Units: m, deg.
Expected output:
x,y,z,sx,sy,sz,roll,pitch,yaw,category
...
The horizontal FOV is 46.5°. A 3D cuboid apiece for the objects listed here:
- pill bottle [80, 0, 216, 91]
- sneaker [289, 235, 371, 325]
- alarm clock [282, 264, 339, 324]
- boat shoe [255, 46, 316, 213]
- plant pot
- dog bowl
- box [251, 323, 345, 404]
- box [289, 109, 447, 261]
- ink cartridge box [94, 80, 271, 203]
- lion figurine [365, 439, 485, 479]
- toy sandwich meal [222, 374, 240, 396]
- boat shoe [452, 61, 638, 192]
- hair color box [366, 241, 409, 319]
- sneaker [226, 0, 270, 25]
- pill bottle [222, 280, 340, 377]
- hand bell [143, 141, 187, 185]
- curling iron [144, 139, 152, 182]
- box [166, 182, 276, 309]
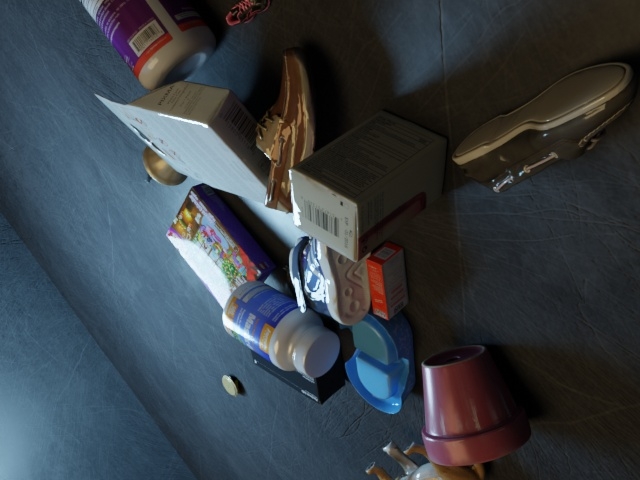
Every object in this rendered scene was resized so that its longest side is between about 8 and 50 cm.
x,y,z,sx,sy,sz,roll,pitch,yaw,category
-0.371,-0.478,1.521,0.323,0.181,0.181,54,148,2,pill bottle
0.000,0.000,1.537,0.236,0.130,0.323,30,130,52,sneaker
-0.009,0.122,1.727,0.192,0.064,0.129,50,148,1,alarm clock
-0.065,-0.193,1.385,0.116,0.123,0.324,0,114,1,boat shoe
0.279,0.304,1.415,0.201,0.201,0.180,-13,93,56,plant pot
0.133,0.249,1.646,0.166,0.074,0.297,25,139,38,dog bowl
-0.070,0.275,1.905,0.261,0.103,0.184,23,132,40,box
0.081,-0.096,1.240,0.148,0.232,0.127,31,141,33,box
-0.252,-0.216,1.569,0.385,0.091,0.308,21,163,39,ink cartridge box
0.265,0.545,1.694,0.240,0.142,0.392,45,143,2,lion figurine
-0.291,0.476,2.451,0.085,0.029,0.085,32,137,35,toy sandwich meal
0.316,-0.145,1.023,0.095,0.112,0.335,42,156,-13,boat shoe
0.135,0.082,1.487,0.043,0.072,0.141,23,136,39,hair color box
-0.137,-0.432,1.377,0.047,0.057,0.119,59,147,-3,sneaker
-0.089,0.207,1.718,0.272,0.152,0.152,25,138,41,pill bottle
-0.313,-0.233,1.770,0.242,0.126,0.126,-29,96,46,hand bell
-0.448,-0.219,1.998,0.068,0.035,0.274,52,148,4,curling iron
-0.260,0.025,1.898,0.293,0.057,0.201,49,132,15,box
